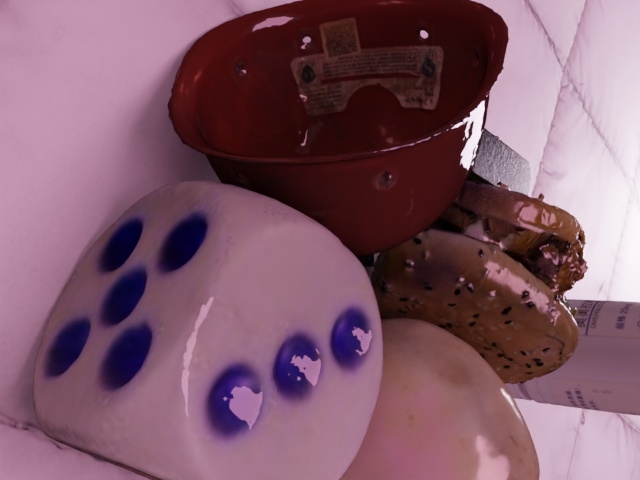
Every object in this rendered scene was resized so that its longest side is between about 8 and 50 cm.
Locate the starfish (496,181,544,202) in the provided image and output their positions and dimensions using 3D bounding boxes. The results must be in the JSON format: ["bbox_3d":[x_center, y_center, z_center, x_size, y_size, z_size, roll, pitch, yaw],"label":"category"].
[{"bbox_3d":[0.274,0.019,1.247,0.295,0.048,0.231,-23,132,-45],"label":"starfish"}]

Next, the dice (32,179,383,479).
[{"bbox_3d":[-0.100,0.110,0.729,0.259,0.243,0.251,40,63,-39],"label":"dice"}]

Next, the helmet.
[{"bbox_3d":[0.029,-0.100,0.820,0.385,0.337,0.230,-78,163,-49],"label":"helmet"}]

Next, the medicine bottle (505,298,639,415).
[{"bbox_3d":[0.463,0.197,1.320,0.190,0.332,0.190,1,89,-53],"label":"medicine bottle"}]

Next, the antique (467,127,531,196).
[{"bbox_3d":[0.277,-0.118,1.275,0.221,0.080,0.081,22,77,-49],"label":"antique"}]

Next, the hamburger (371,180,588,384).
[{"bbox_3d":[0.201,0.061,0.998,0.318,0.276,0.195,87,21,-59],"label":"hamburger"}]

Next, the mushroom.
[{"bbox_3d":[0.070,0.274,0.894,0.325,0.353,0.353,-29,118,-9],"label":"mushroom"}]

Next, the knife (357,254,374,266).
[{"bbox_3d":[0.000,0.000,1.008,0.245,0.019,0.072,2,87,-52],"label":"knife"}]
